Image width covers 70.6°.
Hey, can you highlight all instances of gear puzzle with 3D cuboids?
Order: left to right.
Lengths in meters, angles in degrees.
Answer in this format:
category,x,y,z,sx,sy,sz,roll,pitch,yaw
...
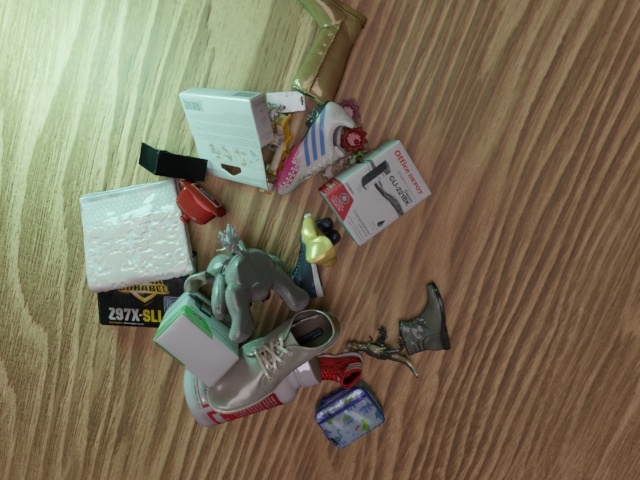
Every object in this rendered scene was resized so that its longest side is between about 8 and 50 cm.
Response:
category,x,y,z,sx,sy,sz,roll,pitch,yaw
gear puzzle,0.075,-0.256,1.407,0.175,0.044,0.339,-17,102,6

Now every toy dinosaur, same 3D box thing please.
category,x,y,z,sx,sy,sz,roll,pitch,yaw
toy dinosaur,0.223,0.368,1.530,0.268,0.064,0.118,20,119,7

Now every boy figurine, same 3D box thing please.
category,x,y,z,sx,sy,sz,roll,pitch,yaw
boy figurine,0.000,0.000,1.348,0.092,0.285,0.177,-27,97,8

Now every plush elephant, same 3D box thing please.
category,x,y,z,sx,sy,sz,roll,pitch,yaw
plush elephant,-0.250,0.125,1.368,0.272,0.255,0.330,-33,97,-32

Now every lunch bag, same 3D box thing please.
category,x,y,z,sx,sy,sz,roll,pitch,yaw
lunch bag,0.098,0.605,1.586,0.219,0.090,0.176,-32,97,8

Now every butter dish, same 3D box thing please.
category,x,y,z,sx,sy,sz,roll,pitch,yaw
butter dish,-0.387,-0.101,1.397,0.160,0.160,0.118,43,95,-8

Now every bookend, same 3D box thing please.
category,x,y,z,sx,sy,sz,roll,pitch,yaw
bookend,-0.458,-0.243,1.403,0.157,0.156,0.072,4,107,-40

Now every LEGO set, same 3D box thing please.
category,x,y,z,sx,sy,sz,roll,pitch,yaw
LEGO set,-0.163,-0.290,1.381,0.107,0.132,0.287,21,127,14

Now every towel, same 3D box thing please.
category,x,y,z,sx,sy,sz,roll,pitch,yaw
towel,-0.584,-0.018,1.430,0.331,0.053,0.317,-11,85,1

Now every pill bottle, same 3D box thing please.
category,x,y,z,sx,sy,sz,roll,pitch,yaw
pill bottle,-0.216,0.443,1.486,0.407,0.229,0.229,-19,102,5

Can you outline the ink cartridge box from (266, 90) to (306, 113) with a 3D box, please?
category,x,y,z,sx,sy,sz,roll,pitch,yaw
ink cartridge box,-0.104,-0.422,1.383,0.115,0.029,0.063,-5,102,1

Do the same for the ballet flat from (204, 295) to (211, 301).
category,x,y,z,sx,sy,sz,roll,pitch,yaw
ballet flat,-0.351,0.272,1.545,0.067,0.073,0.206,-21,106,-21

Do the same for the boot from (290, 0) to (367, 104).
category,x,y,z,sx,sy,sz,roll,pitch,yaw
boot,-0.016,-0.563,1.307,0.236,0.089,0.269,26,99,-5

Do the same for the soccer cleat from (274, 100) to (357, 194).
category,x,y,z,sx,sy,sz,roll,pitch,yaw
soccer cleat,-0.017,-0.247,1.345,0.143,0.116,0.331,35,117,2

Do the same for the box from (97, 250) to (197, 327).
category,x,y,z,sx,sy,sz,roll,pitch,yaw
box,-0.576,0.160,1.513,0.322,0.079,0.257,3,105,1

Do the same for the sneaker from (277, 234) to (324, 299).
category,x,y,z,sx,sy,sz,roll,pitch,yaw
sneaker,-0.086,0.094,1.473,0.163,0.086,0.226,-10,104,2

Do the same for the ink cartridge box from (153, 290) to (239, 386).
category,x,y,z,sx,sy,sz,roll,pitch,yaw
ink cartridge box,-0.361,0.273,1.355,0.121,0.289,0.211,-46,105,-1

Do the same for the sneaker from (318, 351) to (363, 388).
category,x,y,z,sx,sy,sz,roll,pitch,yaw
sneaker,0.036,0.445,1.529,0.221,0.128,0.087,-18,102,6

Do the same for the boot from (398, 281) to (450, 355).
category,x,y,z,sx,sy,sz,roll,pitch,yaw
boot,0.335,0.269,1.505,0.161,0.083,0.246,-10,101,10

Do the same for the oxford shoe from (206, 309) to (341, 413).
category,x,y,z,sx,sy,sz,roll,pitch,yaw
oxford shoe,-0.135,0.337,1.323,0.449,0.130,0.169,-30,69,-14

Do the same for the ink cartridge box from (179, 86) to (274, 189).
category,x,y,z,sx,sy,sz,roll,pitch,yaw
ink cartridge box,-0.263,-0.303,1.322,0.296,0.066,0.261,17,132,34

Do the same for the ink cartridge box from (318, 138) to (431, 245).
category,x,y,z,sx,sy,sz,roll,pitch,yaw
ink cartridge box,0.163,-0.148,1.362,0.273,0.114,0.197,-36,108,-1
